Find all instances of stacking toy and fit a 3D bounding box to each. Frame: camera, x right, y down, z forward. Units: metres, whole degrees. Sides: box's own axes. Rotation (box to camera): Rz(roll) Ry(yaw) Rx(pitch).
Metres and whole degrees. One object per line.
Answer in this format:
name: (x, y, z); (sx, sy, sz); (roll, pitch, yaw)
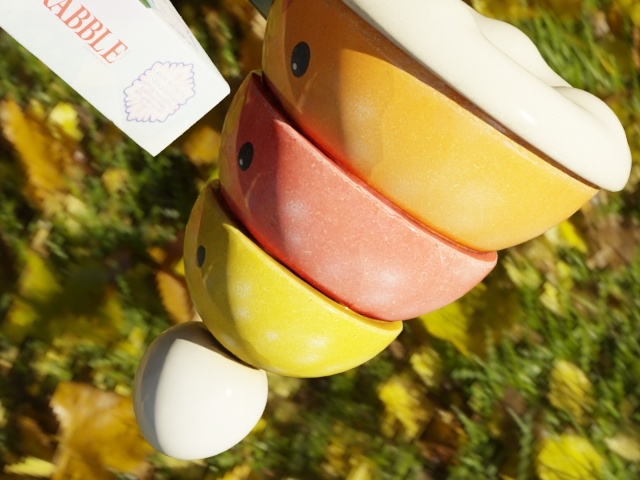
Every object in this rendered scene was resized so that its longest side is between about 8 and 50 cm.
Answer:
stacking toy: (0.000, 0.000, 1.625); (0.350, 0.350, 0.480); (42, 102, 28)

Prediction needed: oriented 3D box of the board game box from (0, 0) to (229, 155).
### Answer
board game box: (-0.212, -0.233, 1.052); (0.066, 0.318, 0.319); (-38, 57, 6)

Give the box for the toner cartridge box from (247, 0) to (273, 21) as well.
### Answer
toner cartridge box: (-0.107, -0.369, 1.771); (0.075, 0.165, 0.348); (-32, 71, 8)
